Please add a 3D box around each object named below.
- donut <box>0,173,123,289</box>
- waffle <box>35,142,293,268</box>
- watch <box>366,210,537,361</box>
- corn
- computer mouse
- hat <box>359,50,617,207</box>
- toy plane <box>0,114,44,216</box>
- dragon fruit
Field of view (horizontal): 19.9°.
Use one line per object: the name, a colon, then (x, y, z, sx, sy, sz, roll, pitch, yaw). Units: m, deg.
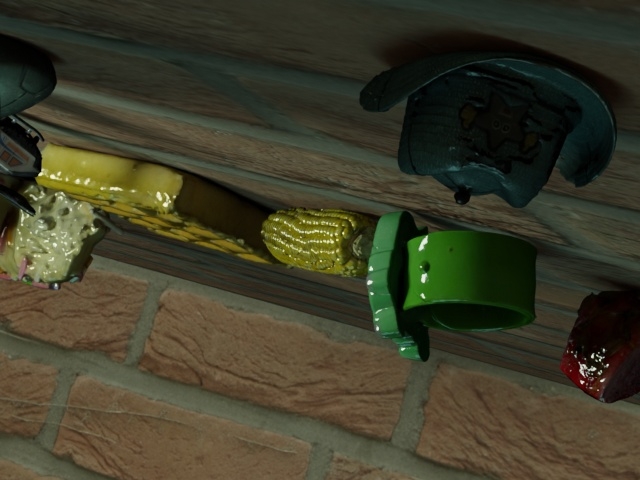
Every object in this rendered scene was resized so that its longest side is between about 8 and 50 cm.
donut: (-0.492, -0.040, 2.531, 0.371, 0.150, 0.307, 20, 174, -26)
waffle: (-0.168, -0.040, 2.061, 0.221, 0.055, 0.248, 13, 172, 36)
watch: (0.131, 0.037, 1.702, 0.152, 0.131, 0.165, -5, 161, 22)
corn: (0.000, 0.000, 1.875, 0.072, 0.072, 0.203, 20, 175, -25)
computer mouse: (-0.318, -0.140, 1.500, 0.229, 0.068, 0.113, 14, 171, 32)
hat: (0.090, -0.056, 1.038, 0.138, 0.078, 0.191, 20, 174, -9)
toy plane: (-0.356, -0.109, 1.875, 0.197, 0.078, 0.053, 35, 170, -20)
dragon fruit: (0.301, 0.086, 1.755, 0.147, 0.096, 0.102, -18, -148, -41)
